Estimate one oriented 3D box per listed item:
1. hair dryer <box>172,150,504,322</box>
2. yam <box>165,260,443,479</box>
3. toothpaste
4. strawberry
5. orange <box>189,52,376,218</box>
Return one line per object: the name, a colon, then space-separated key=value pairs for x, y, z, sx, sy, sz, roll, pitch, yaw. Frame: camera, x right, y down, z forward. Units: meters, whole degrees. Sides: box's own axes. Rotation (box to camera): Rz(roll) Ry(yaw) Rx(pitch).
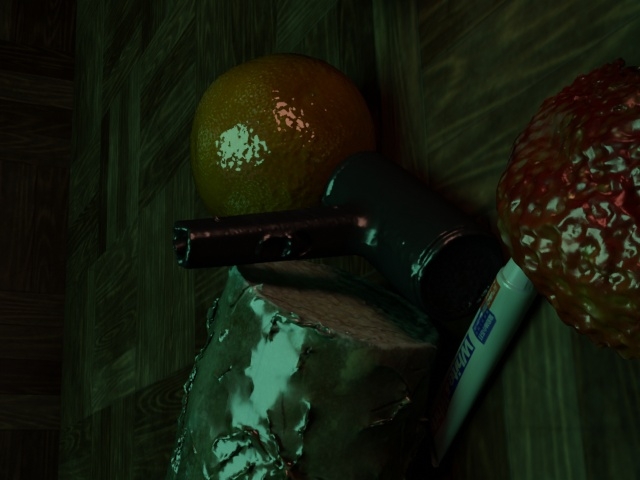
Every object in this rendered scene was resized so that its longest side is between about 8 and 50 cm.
hair dryer: x=0.000 y=0.000 z=0.796 sx=0.197 sy=0.251 sz=0.089 roll=-135 pitch=45 yaw=-56
yam: x=-0.022 y=0.199 z=0.845 sx=0.241 sy=0.241 sz=0.348 roll=32 pitch=112 yaw=62
toothpaste: x=0.124 y=0.096 z=0.767 sx=0.052 sy=0.033 sz=0.218 roll=-105 pitch=27 yaw=-49
strawberry: x=0.164 y=-0.023 z=0.581 sx=0.236 sy=0.107 sz=0.175 roll=-138 pitch=48 yaw=-75
orange: x=-0.041 y=-0.089 z=0.970 sx=0.206 sy=0.206 sz=0.206 roll=-24 pitch=63 yaw=62
